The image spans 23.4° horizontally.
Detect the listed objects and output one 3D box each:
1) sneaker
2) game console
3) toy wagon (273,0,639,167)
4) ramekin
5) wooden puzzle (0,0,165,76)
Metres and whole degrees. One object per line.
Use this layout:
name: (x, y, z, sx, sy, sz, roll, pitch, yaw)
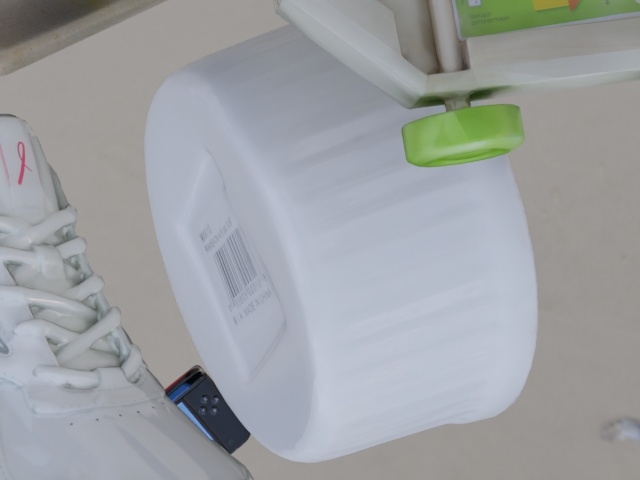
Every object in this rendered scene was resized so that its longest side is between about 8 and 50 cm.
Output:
sneaker: (-0.105, 0.022, 0.493, 0.232, 0.090, 0.115, 30, 109, 30)
game console: (-0.133, 0.176, 1.271, 0.144, 0.085, 0.124, -39, 116, -4)
toy wagon: (0.141, -0.183, 0.743, 0.344, 0.068, 0.267, -8, 87, -9)
ramekin: (0.000, 0.000, 0.941, 0.277, 0.135, 0.277, 50, 151, 41)
wooden puzzle: (-0.127, -0.280, 0.775, 0.080, 0.322, 0.348, -3, 107, 16)
